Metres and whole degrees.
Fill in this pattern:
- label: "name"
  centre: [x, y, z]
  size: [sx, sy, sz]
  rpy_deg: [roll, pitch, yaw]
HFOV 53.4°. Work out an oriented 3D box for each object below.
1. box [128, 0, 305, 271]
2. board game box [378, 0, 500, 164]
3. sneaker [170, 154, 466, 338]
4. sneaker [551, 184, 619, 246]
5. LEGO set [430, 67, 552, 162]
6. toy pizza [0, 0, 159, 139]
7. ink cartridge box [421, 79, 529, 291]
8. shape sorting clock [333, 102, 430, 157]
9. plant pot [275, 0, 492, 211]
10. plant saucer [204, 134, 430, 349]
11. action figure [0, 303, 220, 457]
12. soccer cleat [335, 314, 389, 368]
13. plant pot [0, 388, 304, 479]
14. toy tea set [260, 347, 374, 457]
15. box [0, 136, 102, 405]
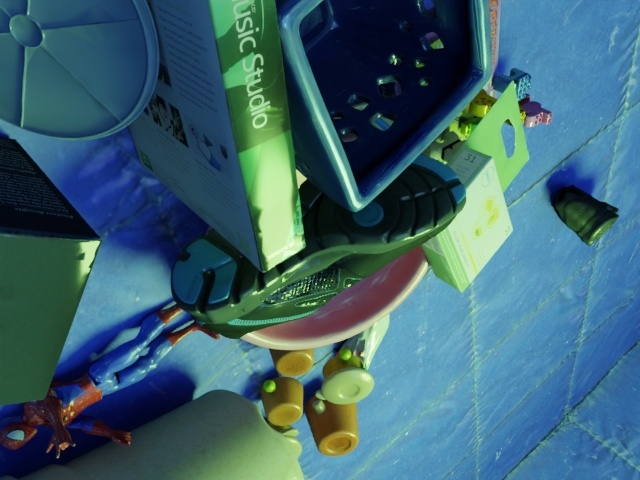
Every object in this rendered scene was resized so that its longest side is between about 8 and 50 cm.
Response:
- label: "box"
  centre: [-0.116, -0.154, 0.530]
  size: [0.058, 0.232, 0.321]
  rpy_deg: [-33, 139, -25]
- label: "board game box"
  centre: [0.184, -0.182, 0.967]
  size: [0.208, 0.056, 0.346]
  rpy_deg: [-31, 139, -18]
- label: "sneaker"
  centre: [0.003, 0.005, 0.733]
  size: [0.341, 0.125, 0.139]
  rpy_deg: [-22, 150, -4]
- label: "sneaker"
  centre: [0.582, -0.068, 1.416]
  size: [0.109, 0.130, 0.286]
  rpy_deg: [-50, 166, 13]
- label: "LEGO set"
  centre: [0.271, -0.184, 0.940]
  size: [0.227, 0.093, 0.087]
  rpy_deg: [-30, 138, -26]
- label: "toy pizza"
  centre: [-0.219, -0.167, 0.490]
  size: [0.032, 0.202, 0.201]
  rpy_deg: [-77, 167, -47]
- label: "ink cartridge box"
  centre: [0.221, -0.067, 0.845]
  size: [0.235, 0.056, 0.171]
  rpy_deg: [-48, 141, -11]
- label: "shape sorting clock"
  centre: [0.058, -0.099, 0.884]
  size: [0.206, 0.040, 0.206]
  rpy_deg: [-15, 129, -19]
- label: "plant pot"
  centre: [0.008, -0.207, 0.618]
  size: [0.236, 0.212, 0.236]
  rpy_deg: [-46, 143, -18]
- label: "plant saucer"
  centre: [0.000, 0.000, 0.843]
  size: [0.332, 0.084, 0.332]
  rpy_deg: [-14, 130, -17]
- label: "action figure"
  centre: [-0.237, 0.182, 0.765]
  size: [0.280, 0.139, 0.091]
  rpy_deg: [-30, 136, -22]
- label: "soccer cleat"
  centre: [0.083, 0.175, 1.139]
  size: [0.076, 0.068, 0.196]
  rpy_deg: [-8, 123, -45]
- label: "plant pot"
  centre: [-0.198, 0.366, 0.838]
  size: [0.305, 0.334, 0.333]
  rpy_deg: [-30, 139, -42]
- label: "toy tea set"
  centre: [-0.018, 0.244, 1.084]
  size: [0.200, 0.124, 0.335]
  rpy_deg: [0, 128, -11]
- label: "box"
  centre: [-0.286, 0.012, 0.511]
  size: [0.108, 0.207, 0.153]
  rpy_deg: [7, 114, -48]
